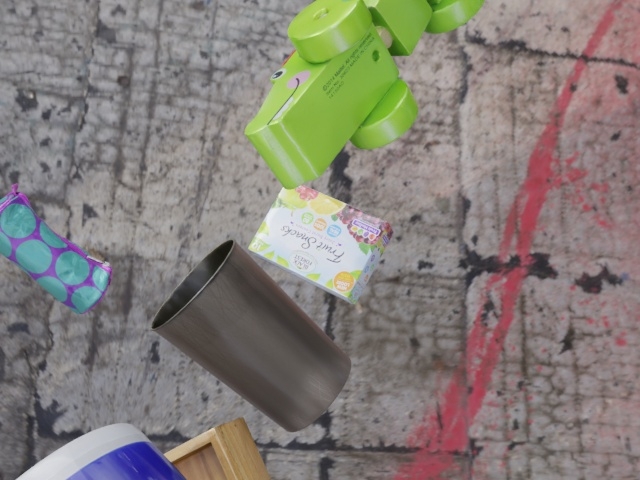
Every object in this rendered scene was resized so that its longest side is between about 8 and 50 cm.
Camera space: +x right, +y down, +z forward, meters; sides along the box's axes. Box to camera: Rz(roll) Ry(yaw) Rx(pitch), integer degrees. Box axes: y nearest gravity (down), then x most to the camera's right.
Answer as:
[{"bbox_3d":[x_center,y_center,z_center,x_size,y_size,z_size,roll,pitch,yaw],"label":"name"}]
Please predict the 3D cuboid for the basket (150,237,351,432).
[{"bbox_3d":[-0.082,0.129,1.020,0.227,0.204,0.154,43,77,-11],"label":"basket"}]

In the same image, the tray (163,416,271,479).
[{"bbox_3d":[-0.097,0.444,0.936,0.203,0.076,0.411,-32,75,23],"label":"tray"}]

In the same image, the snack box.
[{"bbox_3d":[0.000,0.000,0.923,0.141,0.037,0.100,24,81,24],"label":"snack box"}]

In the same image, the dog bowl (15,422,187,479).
[{"bbox_3d":[-0.240,0.307,0.747,0.104,0.265,0.265,39,67,17],"label":"dog bowl"}]

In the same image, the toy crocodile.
[{"bbox_3d":[0.044,-0.186,0.665,0.115,0.105,0.340,49,63,-37],"label":"toy crocodile"}]

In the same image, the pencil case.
[{"bbox_3d":[-0.304,0.012,0.879,0.152,0.064,0.070,42,98,-19],"label":"pencil case"}]
